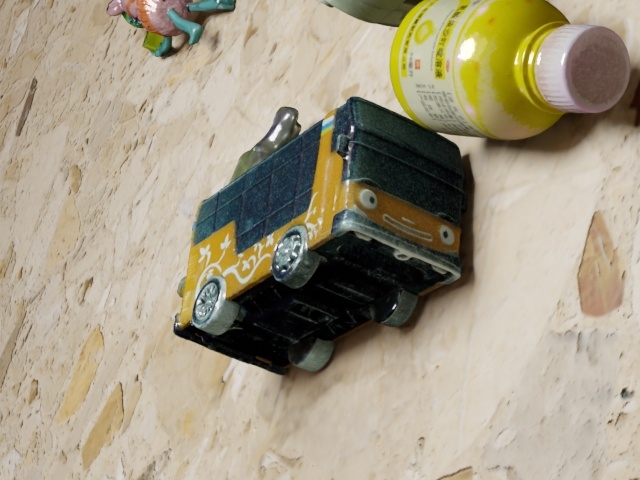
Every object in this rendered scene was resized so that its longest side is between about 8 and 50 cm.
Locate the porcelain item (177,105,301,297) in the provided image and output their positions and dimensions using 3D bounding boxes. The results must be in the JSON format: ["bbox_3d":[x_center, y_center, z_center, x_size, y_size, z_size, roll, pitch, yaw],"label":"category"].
[{"bbox_3d":[-0.070,-0.032,1.859,0.215,0.069,0.081,-69,18,-1],"label":"porcelain item"}]

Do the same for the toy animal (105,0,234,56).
[{"bbox_3d":[-0.180,-0.264,2.188,0.208,0.100,0.103,13,120,57],"label":"toy animal"}]

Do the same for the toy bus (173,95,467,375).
[{"bbox_3d":[0.000,0.000,1.665,0.275,0.138,0.167,-31,44,48],"label":"toy bus"}]

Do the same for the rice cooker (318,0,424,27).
[{"bbox_3d":[0.070,-0.354,1.653,0.277,0.288,0.288,-41,39,37],"label":"rice cooker"}]

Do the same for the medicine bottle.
[{"bbox_3d":[0.158,-0.141,1.521,0.212,0.122,0.121,11,80,59],"label":"medicine bottle"}]
